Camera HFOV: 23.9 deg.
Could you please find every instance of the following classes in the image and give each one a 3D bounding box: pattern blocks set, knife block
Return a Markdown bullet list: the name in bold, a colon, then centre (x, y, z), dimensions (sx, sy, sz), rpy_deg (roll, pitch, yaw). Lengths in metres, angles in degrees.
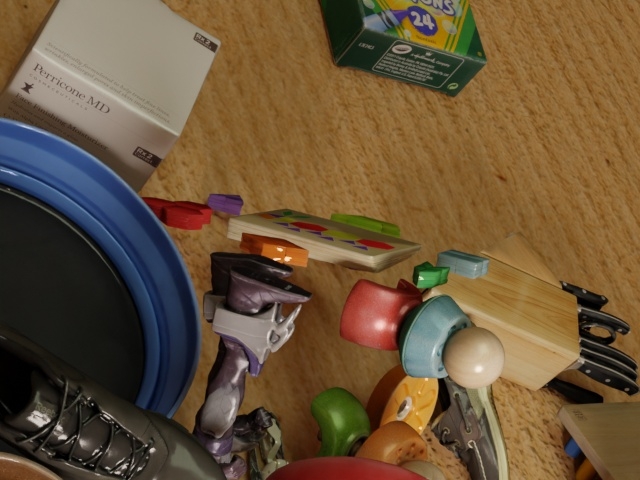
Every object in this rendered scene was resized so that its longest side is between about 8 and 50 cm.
- **pattern blocks set**: centre (0.000, 0.000, 1.593), dimensions (0.325, 0.026, 0.285), rpy_deg (17, 12, 32)
- **knife block**: centre (0.245, 0.120, 1.783), dimensions (0.276, 0.088, 0.242), rpy_deg (-22, 71, -47)

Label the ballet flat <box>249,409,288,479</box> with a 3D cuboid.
- **ballet flat**: centre (-0.050, 0.218, 1.507), dimensions (0.041, 0.041, 0.114), rpy_deg (10, 51, -32)

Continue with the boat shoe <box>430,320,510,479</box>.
- **boat shoe**: centre (0.156, 0.199, 1.665), dimensions (0.073, 0.080, 0.223), rpy_deg (-7, 70, -8)

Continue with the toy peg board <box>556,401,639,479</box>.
- **toy peg board**: centre (0.360, 0.274, 1.770), dimensions (0.161, 0.079, 0.160), rpy_deg (3, 39, -37)

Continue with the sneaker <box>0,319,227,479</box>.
- **sneaker**: centre (-0.202, 0.156, 1.232), dimensions (0.286, 0.130, 0.109), rpy_deg (29, 79, -3)

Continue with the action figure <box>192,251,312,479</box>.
- **action figure**: centre (-0.090, 0.159, 1.376), dimensions (0.099, 0.285, 0.185), rpy_deg (16, 12, -2)

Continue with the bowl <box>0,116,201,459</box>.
- **bowl**: centre (-0.301, 0.056, 1.420), dimensions (0.391, 0.077, 0.391), rpy_deg (21, 46, -24)

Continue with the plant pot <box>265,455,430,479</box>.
- **plant pot**: centre (0.024, 0.315, 1.380), dimensions (0.191, 0.191, 0.174), rpy_deg (25, 53, -20)

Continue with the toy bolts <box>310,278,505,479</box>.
- **toy bolts**: centre (0.108, 0.159, 1.516), dimensions (0.158, 0.228, 0.218), rpy_deg (25, 19, 34)

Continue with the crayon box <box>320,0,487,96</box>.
- **crayon box**: centre (0.092, -0.364, 2.074), dimensions (0.203, 0.083, 0.323), rpy_deg (11, 50, -31)

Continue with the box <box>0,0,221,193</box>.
- **box**: centre (-0.229, -0.177, 1.639), dimensions (0.181, 0.119, 0.182), rpy_deg (31, 42, -13)

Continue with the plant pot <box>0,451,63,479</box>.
- **plant pot**: centre (-0.278, 0.275, 1.186), dimensions (0.167, 0.165, 0.167), rpy_deg (20, 47, -23)
